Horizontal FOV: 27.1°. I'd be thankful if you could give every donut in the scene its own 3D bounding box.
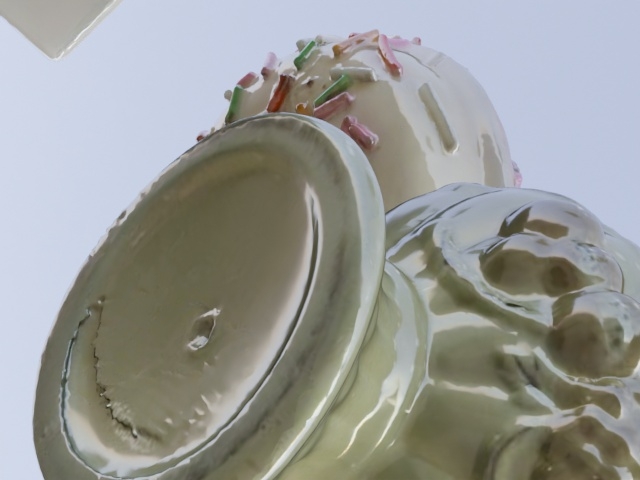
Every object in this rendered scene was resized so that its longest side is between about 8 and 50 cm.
[{"bbox_3d":[0.000,0.000,1.107,0.383,0.142,0.382,-21,-119,44],"label":"donut"}]

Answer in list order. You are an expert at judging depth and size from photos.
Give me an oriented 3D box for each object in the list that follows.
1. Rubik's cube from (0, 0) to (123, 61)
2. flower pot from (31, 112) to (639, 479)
[{"bbox_3d":[-0.177,-0.367,0.985,0.290,0.291,0.291,42,-58,-16],"label":"Rubik's cube"},{"bbox_3d":[0.019,0.085,0.662,0.307,0.244,0.307,-29,-136,32],"label":"flower pot"}]
